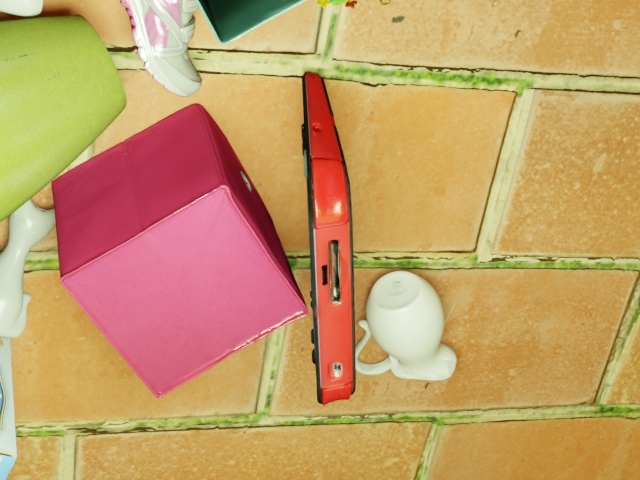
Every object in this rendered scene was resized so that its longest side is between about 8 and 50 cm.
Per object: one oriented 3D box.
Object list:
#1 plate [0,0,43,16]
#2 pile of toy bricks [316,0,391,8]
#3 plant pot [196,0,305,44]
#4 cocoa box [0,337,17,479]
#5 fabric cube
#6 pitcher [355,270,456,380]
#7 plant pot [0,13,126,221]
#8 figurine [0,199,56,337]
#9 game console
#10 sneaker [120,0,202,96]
[{"bbox_3d":[-0.462,-0.386,1.325,0.278,0.045,0.277,11,139,-8],"label":"plate"},{"bbox_3d":[0.039,-0.356,1.550,0.212,0.118,0.105,-15,157,-17],"label":"pile of toy bricks"},{"bbox_3d":[-0.106,-0.388,1.394,0.165,0.234,0.165,-28,125,3],"label":"plant pot"},{"bbox_3d":[-0.575,0.252,1.591,0.228,0.347,0.231,19,113,-26],"label":"cocoa box"},{"bbox_3d":[-0.202,0.008,1.603,0.259,0.258,0.254,-29,124,3],"label":"fabric cube"},{"bbox_3d":[0.123,0.152,1.882,0.177,0.125,0.207,-12,137,9],"label":"pitcher"},{"bbox_3d":[-0.409,-0.166,1.451,0.293,0.275,0.275,-29,126,-16],"label":"plant pot"},{"bbox_3d":[-0.492,0.011,1.608,0.214,0.092,0.209,22,91,-28],"label":"figurine"},{"bbox_3d":[0.000,0.000,1.607,0.060,0.342,0.387,-5,123,-5],"label":"game console"},{"bbox_3d":[-0.201,-0.305,1.496,0.111,0.103,0.252,-20,125,3],"label":"sneaker"}]
